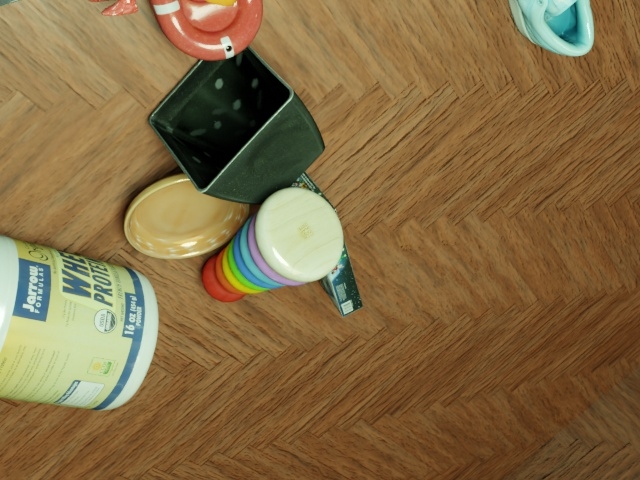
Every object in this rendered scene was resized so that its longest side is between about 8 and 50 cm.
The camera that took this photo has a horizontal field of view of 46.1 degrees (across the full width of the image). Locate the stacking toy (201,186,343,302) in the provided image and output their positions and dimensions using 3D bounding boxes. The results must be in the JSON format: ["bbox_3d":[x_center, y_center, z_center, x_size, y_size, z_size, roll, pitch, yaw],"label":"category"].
[{"bbox_3d":[-0.104,0.033,1.199,0.141,0.141,0.330,3,162,-31],"label":"stacking toy"}]

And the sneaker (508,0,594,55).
[{"bbox_3d":[0.347,-0.432,1.169,0.135,0.150,0.366,-44,133,6],"label":"sneaker"}]

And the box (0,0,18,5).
[{"bbox_3d":[-0.482,-0.333,0.849,0.231,0.056,0.183,-22,130,-13],"label":"box"}]

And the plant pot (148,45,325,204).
[{"bbox_3d":[-0.105,-0.162,1.115,0.188,0.187,0.167,-46,145,9],"label":"plant pot"}]

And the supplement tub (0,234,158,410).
[{"bbox_3d":[-0.426,0.120,1.105,0.316,0.228,0.228,19,113,-38],"label":"supplement tub"}]

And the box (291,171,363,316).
[{"bbox_3d":[0.000,0.000,1.297,0.044,0.159,0.233,-25,132,-9],"label":"box"}]

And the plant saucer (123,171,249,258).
[{"bbox_3d":[-0.214,-0.044,1.200,0.200,0.037,0.200,-15,147,-10],"label":"plant saucer"}]

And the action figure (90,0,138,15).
[{"bbox_3d":[-0.293,-0.406,0.873,0.139,0.091,0.280,-17,131,-29],"label":"action figure"}]

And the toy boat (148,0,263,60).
[{"bbox_3d":[-0.146,-0.338,0.966,0.151,0.151,0.231,-23,132,-11],"label":"toy boat"}]
